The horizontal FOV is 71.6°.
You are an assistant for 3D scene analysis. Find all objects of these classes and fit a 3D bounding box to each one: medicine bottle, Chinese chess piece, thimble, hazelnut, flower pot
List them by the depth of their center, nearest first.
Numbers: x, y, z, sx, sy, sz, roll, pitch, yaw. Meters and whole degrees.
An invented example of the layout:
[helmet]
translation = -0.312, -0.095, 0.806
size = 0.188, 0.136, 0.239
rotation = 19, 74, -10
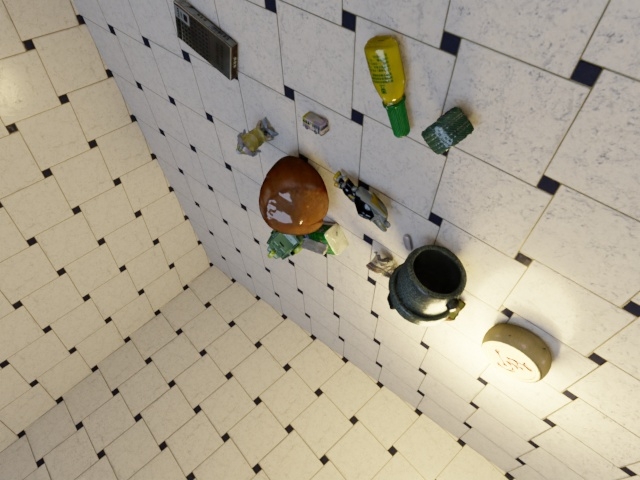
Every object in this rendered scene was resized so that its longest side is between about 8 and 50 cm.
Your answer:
[thimble]
translation = 0.362, -0.312, 1.264
size = 0.090, 0.118, 0.135
rotation = 52, 170, -5
[medicine bottle]
translation = 0.212, -0.450, 1.329
size = 0.111, 0.076, 0.309
rotation = 22, 146, 43
[flower pot]
translation = 0.429, 0.191, 1.757
size = 0.299, 0.299, 0.283
rotation = 39, 145, 13
[Chinese chess piece]
translation = 0.784, 0.453, 1.784
size = 0.273, 0.102, 0.273
rotation = 34, 152, 21
[hazelnut]
translation = -0.125, -0.195, 1.976
size = 0.372, 0.314, 0.373
rotation = 170, 90, -70

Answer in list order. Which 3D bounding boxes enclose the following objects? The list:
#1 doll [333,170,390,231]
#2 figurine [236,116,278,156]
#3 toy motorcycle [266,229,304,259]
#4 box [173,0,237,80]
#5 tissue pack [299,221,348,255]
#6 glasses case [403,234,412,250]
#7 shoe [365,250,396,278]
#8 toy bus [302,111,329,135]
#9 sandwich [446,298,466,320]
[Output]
[doll]
translation = 0.171, -0.158, 1.796
size = 0.316, 0.103, 0.146
rotation = 43, 144, 21
[figurine]
translation = -0.297, -0.454, 1.987
size = 0.208, 0.184, 0.128
rotation = -34, 106, 21
[toy motorcycle]
translation = -0.178, -0.014, 2.445
size = 0.191, 0.200, 0.326
rotation = 47, 144, -3
[box]
translation = -0.470, -0.825, 1.824
size = 0.324, 0.047, 0.180
rotation = 41, 154, 9
[tissue pack]
translation = 0.000, -0.001, 2.223
size = 0.208, 0.156, 0.148
rotation = 12, 137, 51
[glasses case]
translation = 0.364, 0.010, 1.847
size = 0.032, 0.021, 0.083
rotation = 17, 143, 40
[shoe]
translation = 0.302, 0.118, 2.030
size = 0.180, 0.092, 0.089
rotation = 23, -178, -6
[toy bus]
translation = -0.018, -0.450, 1.704
size = 0.102, 0.052, 0.058
rotation = 34, 153, 26
[sandwich]
translation = 0.495, 0.244, 1.892
size = 0.187, 0.117, 0.144
rotation = 49, 152, -4
